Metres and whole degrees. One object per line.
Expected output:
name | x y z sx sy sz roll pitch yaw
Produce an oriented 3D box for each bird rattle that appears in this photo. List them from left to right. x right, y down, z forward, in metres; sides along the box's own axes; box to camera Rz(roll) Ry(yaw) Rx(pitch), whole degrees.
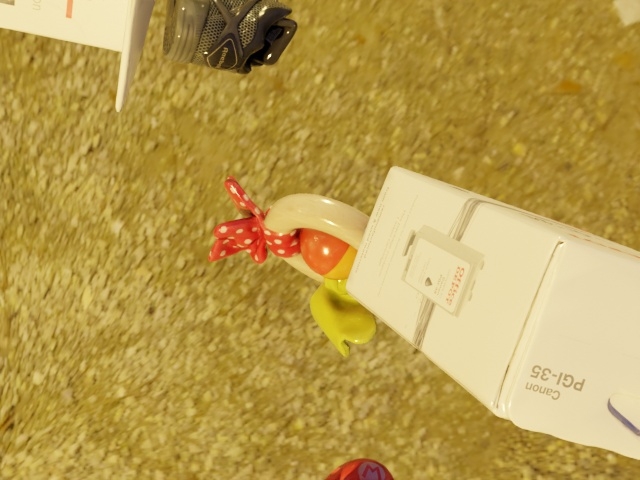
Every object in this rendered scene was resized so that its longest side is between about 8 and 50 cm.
bird rattle | 0.000 0.000 1.207 0.253 0.207 0.143 43 59 -14

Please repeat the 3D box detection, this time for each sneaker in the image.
sneaker | -0.097 -0.257 1.125 0.130 0.087 0.228 16 41 -20

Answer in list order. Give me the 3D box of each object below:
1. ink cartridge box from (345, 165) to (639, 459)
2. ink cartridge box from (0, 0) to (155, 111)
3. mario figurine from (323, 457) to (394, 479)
ink cartridge box | 0.168 0.048 0.753 0.207 0.283 0.117 17 97 -20
ink cartridge box | -0.137 -0.258 0.619 0.119 0.207 0.353 10 40 -9
mario figurine | 0.036 0.408 1.223 0.198 0.170 0.321 51 43 -48
